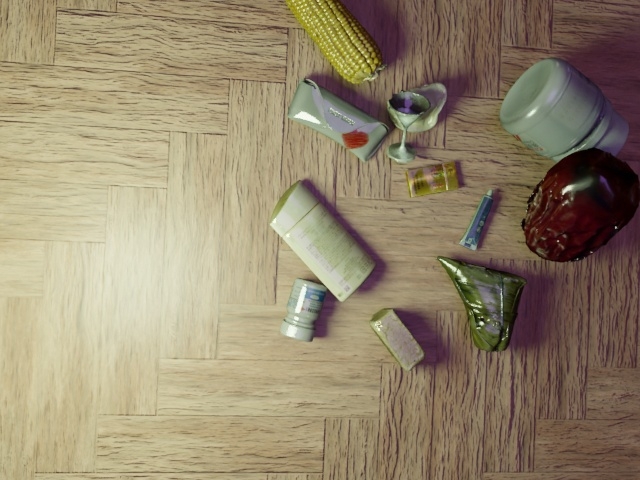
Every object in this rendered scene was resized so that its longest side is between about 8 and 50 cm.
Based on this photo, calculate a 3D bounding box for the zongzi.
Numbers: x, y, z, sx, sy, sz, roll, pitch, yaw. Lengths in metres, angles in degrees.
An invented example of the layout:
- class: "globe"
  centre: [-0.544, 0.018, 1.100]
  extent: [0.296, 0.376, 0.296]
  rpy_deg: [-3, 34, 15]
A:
- class: "zongzi"
  centre: [0.452, 0.193, 1.655]
  extent: [0.274, 0.125, 0.251]
  rpy_deg: [16, 81, -4]

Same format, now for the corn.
- class: "corn"
  centre: [0.034, -0.616, 1.604]
  extent: [0.144, 0.144, 0.387]
  rpy_deg: [-43, 91, -5]

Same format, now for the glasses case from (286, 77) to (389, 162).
- class: "glasses case"
  centre: [0.050, -0.355, 1.630]
  extent: [0.308, 0.083, 0.128]
  rpy_deg: [29, 86, -5]

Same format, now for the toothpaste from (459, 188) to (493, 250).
- class: "toothpaste"
  centre: [0.489, -0.067, 1.703]
  extent: [0.057, 0.035, 0.197]
  rpy_deg: [23, 90, 0]

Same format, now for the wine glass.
- class: "wine glass"
  centre: [0.248, -0.325, 1.601]
  extent: [0.122, 0.183, 0.122]
  rpy_deg: [0, 48, 0]

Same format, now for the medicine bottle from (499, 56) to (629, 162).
- class: "medicine bottle"
  centre: [0.715, -0.358, 1.623]
  extent: [0.306, 0.245, 0.245]
  rpy_deg: [31, 87, -14]

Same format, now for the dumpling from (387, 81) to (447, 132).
- class: "dumpling"
  centre: [0.298, -0.391, 1.652]
  extent: [0.169, 0.100, 0.134]
  rpy_deg: [-22, 104, -4]

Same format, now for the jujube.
- class: "jujube"
  centre: [0.733, -0.095, 1.575]
  extent: [0.258, 0.377, 0.259]
  rpy_deg: [3, 59, -5]

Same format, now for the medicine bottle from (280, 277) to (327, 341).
- class: "medicine bottle"
  centre: [-0.048, 0.200, 1.608]
  extent: [0.104, 0.105, 0.168]
  rpy_deg: [16, 88, -6]

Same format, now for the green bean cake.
- class: "green bean cake"
  centre: [0.225, 0.290, 1.635]
  extent: [0.085, 0.109, 0.179]
  rpy_deg: [-37, 94, -4]

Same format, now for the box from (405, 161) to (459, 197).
- class: "box"
  centre: [0.343, -0.186, 1.692]
  extent: [0.156, 0.022, 0.089]
  rpy_deg: [-9, 91, -6]

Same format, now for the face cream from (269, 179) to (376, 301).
- class: "face cream"
  centre: [0.000, 0.000, 1.614]
  extent: [0.348, 0.081, 0.173]
  rpy_deg: [47, 61, -4]
